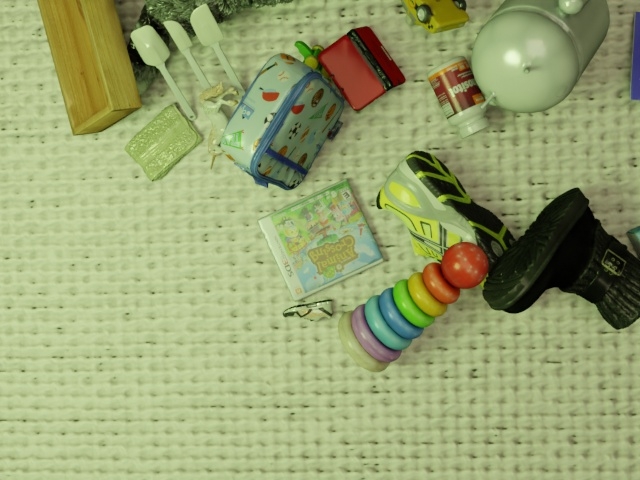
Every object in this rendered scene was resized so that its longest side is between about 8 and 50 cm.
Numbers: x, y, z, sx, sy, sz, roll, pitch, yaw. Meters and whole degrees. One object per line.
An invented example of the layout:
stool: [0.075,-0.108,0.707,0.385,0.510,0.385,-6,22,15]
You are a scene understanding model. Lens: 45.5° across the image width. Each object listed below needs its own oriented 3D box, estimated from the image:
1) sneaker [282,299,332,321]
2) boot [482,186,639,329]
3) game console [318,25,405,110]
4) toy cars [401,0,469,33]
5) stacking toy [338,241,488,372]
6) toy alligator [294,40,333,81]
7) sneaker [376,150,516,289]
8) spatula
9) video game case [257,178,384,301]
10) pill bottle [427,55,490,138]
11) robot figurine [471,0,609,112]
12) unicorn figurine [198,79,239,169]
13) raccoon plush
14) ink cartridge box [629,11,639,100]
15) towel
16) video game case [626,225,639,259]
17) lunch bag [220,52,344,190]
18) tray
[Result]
sneaker: [-0.026,0.155,1.616,0.109,0.040,0.044,-9,94,5]
boot: [0.487,0.086,1.456,0.348,0.131,0.260,-43,97,-28]
game console: [0.087,-0.354,1.566,0.085,0.124,0.144,-35,90,35]
toy cars: [0.117,-0.519,1.547,0.393,0.087,0.177,25,55,3]
stacking toy: [0.194,0.121,1.500,0.330,0.141,0.141,-39,89,25]
toy alligator: [0.025,-0.352,1.588,0.189,0.056,0.051,27,136,-7]
sneaker: [0.276,-0.005,1.559,0.385,0.145,0.147,49,124,-1]
spatula: [-0.256,-0.351,1.542,0.168,0.242,0.019,-21,49,5]
video game case: [0.000,0.000,1.615,0.212,0.023,0.193,-25,91,5]
pill bottle: [0.285,-0.289,1.550,0.086,0.086,0.152,-26,91,5]
robot figurine: [0.412,-0.374,1.435,0.199,0.300,0.353,36,55,5]
unicorn figurine: [-0.205,-0.247,1.599,0.111,0.060,0.162,-19,102,13]
raccoon plush: [-0.202,-0.461,1.572,0.299,0.216,0.446,23,125,-12]
ink cartridge box: [0.725,-0.363,1.506,0.208,0.045,0.206,7,74,5]
towel: [-0.337,-0.209,1.628,0.148,0.027,0.110,-41,88,5]
video game case: [0.801,0.034,1.541,0.269,0.061,0.244,-27,89,5]
lunch bag: [-0.067,-0.214,1.479,0.115,0.303,0.243,31,93,15]
tray: [-0.485,-0.440,1.548,0.076,0.202,0.411,-15,91,-39]
